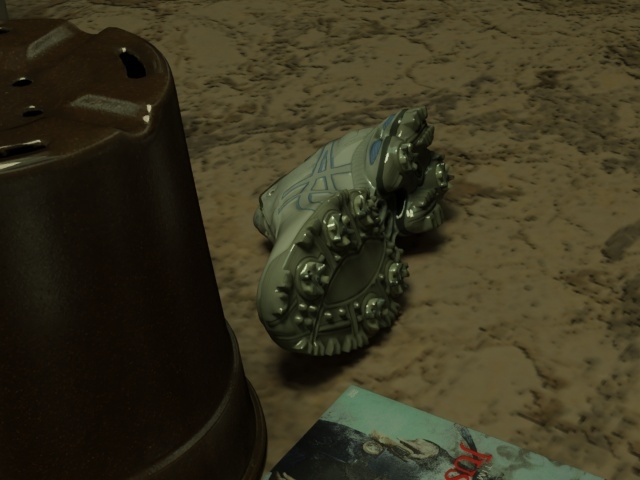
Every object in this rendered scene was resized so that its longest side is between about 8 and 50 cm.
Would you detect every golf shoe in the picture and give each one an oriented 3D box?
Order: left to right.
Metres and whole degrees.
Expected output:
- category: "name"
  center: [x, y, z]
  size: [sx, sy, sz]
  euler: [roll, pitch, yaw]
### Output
- category: "golf shoe"
  center: [0.000, 0.000, 0.566]
  size: [0.086, 0.069, 0.176]
  euler: [-9, 24, 30]

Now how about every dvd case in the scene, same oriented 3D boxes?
- category: "dvd case"
  center: [0.040, 0.099, 0.436]
  size: [0.119, 0.013, 0.087]
  euler: [19, 38, 29]

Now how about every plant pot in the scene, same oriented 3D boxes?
- category: "plant pot"
  center: [-0.109, 0.017, 0.435]
  size: [0.166, 0.165, 0.167]
  euler: [-3, 32, 2]

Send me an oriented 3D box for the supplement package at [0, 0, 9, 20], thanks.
- category: "supplement package"
  center: [-0.339, -0.157, 0.693]
  size: [0.262, 0.198, 0.199]
  euler: [-5, 33, -4]
